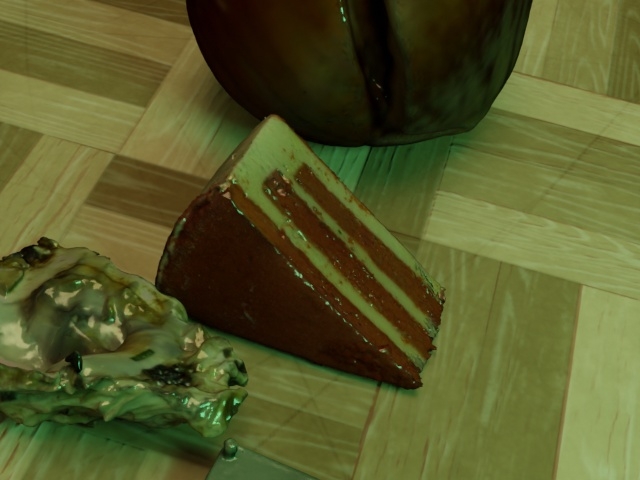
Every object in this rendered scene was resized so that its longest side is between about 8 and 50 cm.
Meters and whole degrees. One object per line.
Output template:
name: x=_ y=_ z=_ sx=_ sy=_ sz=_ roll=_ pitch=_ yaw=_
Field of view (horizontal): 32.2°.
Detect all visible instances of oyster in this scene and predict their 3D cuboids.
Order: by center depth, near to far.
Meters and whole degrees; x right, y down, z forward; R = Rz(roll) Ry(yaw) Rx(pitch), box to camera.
oyster: x=-0.223 y=0.089 z=0.935 sx=0.354 sy=0.107 sz=0.201 roll=25 pitch=25 yaw=31

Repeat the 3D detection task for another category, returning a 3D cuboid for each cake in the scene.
cake: x=0.000 y=0.000 z=1.006 sx=0.262 sy=0.159 sz=0.158 roll=18 pitch=42 yaw=6

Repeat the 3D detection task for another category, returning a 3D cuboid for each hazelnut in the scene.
hazelnut: x=0.062 y=-0.278 z=1.173 sx=0.359 sy=0.359 sz=0.409 roll=24 pitch=55 yaw=14

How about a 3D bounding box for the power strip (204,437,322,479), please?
power strip: x=-0.005 y=0.250 z=0.826 sx=0.216 sy=0.061 sz=0.145 roll=20 pitch=50 yaw=11
